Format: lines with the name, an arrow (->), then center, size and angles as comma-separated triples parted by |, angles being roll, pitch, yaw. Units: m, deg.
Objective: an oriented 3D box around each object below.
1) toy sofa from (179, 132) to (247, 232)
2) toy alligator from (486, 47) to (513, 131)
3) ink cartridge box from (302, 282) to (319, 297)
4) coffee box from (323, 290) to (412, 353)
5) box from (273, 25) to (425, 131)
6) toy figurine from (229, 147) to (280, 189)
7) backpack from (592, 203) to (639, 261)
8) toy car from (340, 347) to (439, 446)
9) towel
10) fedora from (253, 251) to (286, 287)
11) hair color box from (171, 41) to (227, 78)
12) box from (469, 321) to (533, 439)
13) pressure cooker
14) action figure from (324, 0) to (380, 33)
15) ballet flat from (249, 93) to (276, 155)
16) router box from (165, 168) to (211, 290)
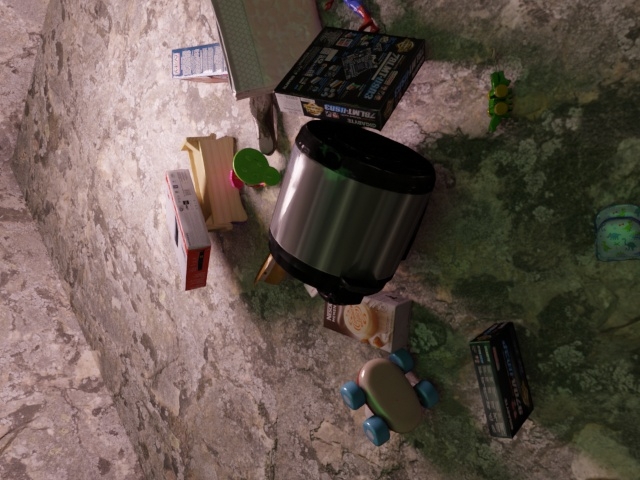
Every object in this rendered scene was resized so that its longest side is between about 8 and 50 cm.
toy sofa -> -0.405, -0.209, 1.738 | 0.150, 0.176, 0.363 | -11, 90, 65
toy alligator -> 0.420, -0.348, 1.065 | 0.051, 0.056, 0.190 | -1, 96, -2
ink cartridge box -> -0.021, 0.101, 1.499 | 0.135, 0.056, 0.099 | 54, 126, 21
coffee box -> 0.134, 0.218, 1.357 | 0.246, 0.098, 0.141 | 12, 104, 38
box -> 0.078, -0.420, 1.168 | 0.293, 0.296, 0.073 | 18, 151, 22
toy figurine -> -0.247, -0.226, 1.613 | 0.159, 0.173, 0.130 | -22, 48, 59
backpack -> 0.610, -0.017, 0.930 | 0.104, 0.084, 0.115 | -6, 90, 38
toy car -> 0.177, 0.466, 1.331 | 0.210, 0.219, 0.238 | 53, 154, 21
towel -> -0.148, -0.616, 1.383 | 0.316, 0.053, 0.332 | -15, 87, -2
fedora -> -0.157, 0.090, 1.575 | 0.079, 0.194, 0.194 | 29, 121, -8
hair color box -> -0.342, -0.607, 1.586 | 0.347, 0.173, 0.105 | 13, 107, 39
box -> 0.426, 0.318, 1.077 | 0.051, 0.175, 0.221 | -14, 87, 40
pressure cooker -> 0.057, -0.059, 1.193 | 0.375, 0.370, 0.421 | 27, 116, 15
action figure -> 0.041, -0.675, 1.297 | 0.139, 0.091, 0.281 | -29, 77, 21
ballet flat -> -0.188, -0.410, 1.567 | 0.084, 0.058, 0.250 | -10, 88, 15
router box -> -0.485, -0.033, 1.671 | 0.336, 0.082, 0.301 | 66, 153, 26
